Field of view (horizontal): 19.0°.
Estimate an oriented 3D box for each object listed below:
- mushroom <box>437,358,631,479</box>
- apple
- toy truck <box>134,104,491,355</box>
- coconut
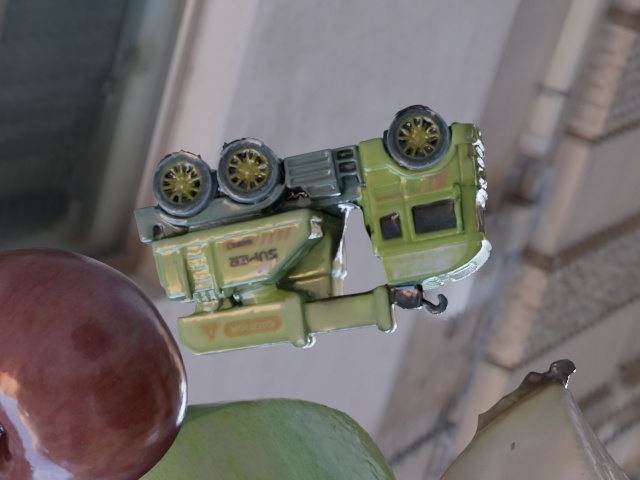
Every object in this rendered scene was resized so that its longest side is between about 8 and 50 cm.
[{"bbox_3d":[0.124,0.216,0.876,0.236,0.162,0.173,49,-165,-18],"label":"mushroom"},{"bbox_3d":[-0.153,0.078,1.059,0.153,0.153,0.120,25,-133,18],"label":"apple"},{"bbox_3d":[0.000,0.000,0.914,0.169,0.100,0.077,-10,174,7],"label":"toy truck"},{"bbox_3d":[-0.059,0.252,1.389,0.328,0.281,0.328,5,-130,-6],"label":"coconut"}]
